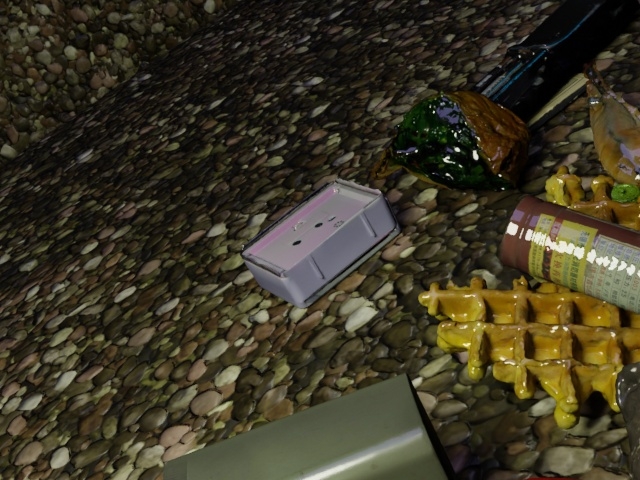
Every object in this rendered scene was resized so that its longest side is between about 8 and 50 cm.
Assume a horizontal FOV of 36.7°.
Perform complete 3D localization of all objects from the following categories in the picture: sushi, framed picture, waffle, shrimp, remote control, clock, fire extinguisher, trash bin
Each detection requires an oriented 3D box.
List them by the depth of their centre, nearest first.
[{"bbox_3d":[0.000,0.238,0.859,0.241,0.164,0.122,-25,28,5],"label":"trash bin"},{"bbox_3d":[0.303,0.018,0.896,0.252,0.075,0.106,20,54,28],"label":"fire extinguisher"},{"bbox_3d":[0.269,0.058,0.965,0.293,0.069,0.260,-38,51,-21],"label":"waffle"},{"bbox_3d":[0.413,-0.155,1.267,0.117,0.066,0.262,-7,45,8],"label":"shrimp"},{"bbox_3d":[0.174,-0.140,1.362,0.287,0.149,0.140,11,50,44],"label":"sushi"},{"bbox_3d":[0.000,0.000,1.366,0.193,0.073,0.145,-38,29,-18],"label":"clock"},{"bbox_3d":[0.321,-0.223,1.522,0.199,0.010,0.195,-37,29,-18],"label":"framed picture"},{"bbox_3d":[0.352,-0.293,1.534,0.399,0.062,0.145,-43,30,-28],"label":"remote control"}]

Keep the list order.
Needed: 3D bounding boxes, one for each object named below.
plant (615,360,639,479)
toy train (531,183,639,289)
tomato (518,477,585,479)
[{"bbox_3d":[0.315,0.144,0.772,0.131,0.142,0.203,-22,38,29],"label":"plant"},{"bbox_3d":[0.304,0.025,1.066,0.085,0.053,0.250,13,48,44],"label":"toy train"},{"bbox_3d":[0.174,0.267,0.635,0.260,0.180,0.259,-22,30,14],"label":"tomato"}]
